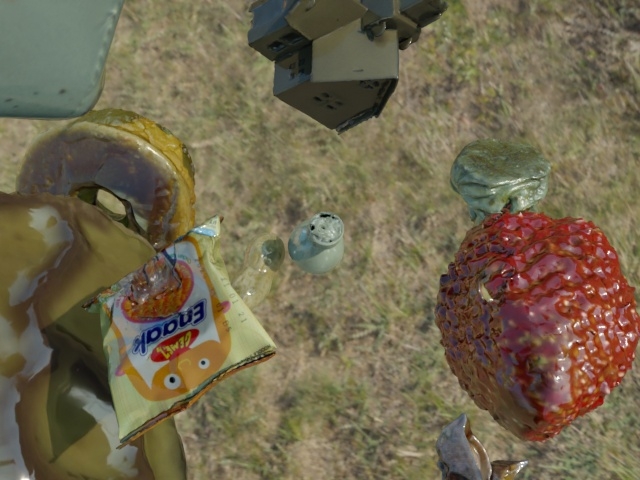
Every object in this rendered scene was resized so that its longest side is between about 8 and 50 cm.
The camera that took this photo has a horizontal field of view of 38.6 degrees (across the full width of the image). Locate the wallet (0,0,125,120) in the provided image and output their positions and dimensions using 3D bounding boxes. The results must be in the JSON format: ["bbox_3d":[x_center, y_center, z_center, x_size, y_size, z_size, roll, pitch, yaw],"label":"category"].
[{"bbox_3d":[-0.240,-0.182,0.493,0.083,0.360,0.252,39,115,28],"label":"wallet"}]

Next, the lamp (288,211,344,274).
[{"bbox_3d":[0.000,0.000,1.648,0.106,0.193,0.106,2,77,-9],"label":"lamp"}]

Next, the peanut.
[{"bbox_3d":[-0.120,0.061,1.711,0.082,0.082,0.187,5,56,30],"label":"peanut"}]

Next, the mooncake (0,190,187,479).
[{"bbox_3d":[-0.239,0.166,0.731,0.246,0.393,0.394,-36,92,31],"label":"mooncake"}]

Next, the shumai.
[{"bbox_3d":[0.320,-0.089,1.628,0.184,0.141,0.184,4,37,-3],"label":"shumai"}]

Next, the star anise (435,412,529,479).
[{"bbox_3d":[0.115,0.320,1.012,0.227,0.148,0.218,-24,76,31],"label":"star anise"}]

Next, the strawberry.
[{"bbox_3d":[0.265,0.092,1.155,0.292,0.343,0.292,0,91,14],"label":"strawberry"}]

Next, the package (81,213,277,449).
[{"bbox_3d":[-0.088,0.050,0.544,0.108,0.031,0.120,-33,51,8],"label":"package"}]

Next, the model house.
[{"bbox_3d":[0.047,-0.300,1.233,0.243,0.204,0.211,-17,64,40],"label":"model house"}]

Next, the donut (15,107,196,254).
[{"bbox_3d":[-0.352,-0.073,1.564,0.330,0.330,0.160,-13,24,24],"label":"donut"}]
